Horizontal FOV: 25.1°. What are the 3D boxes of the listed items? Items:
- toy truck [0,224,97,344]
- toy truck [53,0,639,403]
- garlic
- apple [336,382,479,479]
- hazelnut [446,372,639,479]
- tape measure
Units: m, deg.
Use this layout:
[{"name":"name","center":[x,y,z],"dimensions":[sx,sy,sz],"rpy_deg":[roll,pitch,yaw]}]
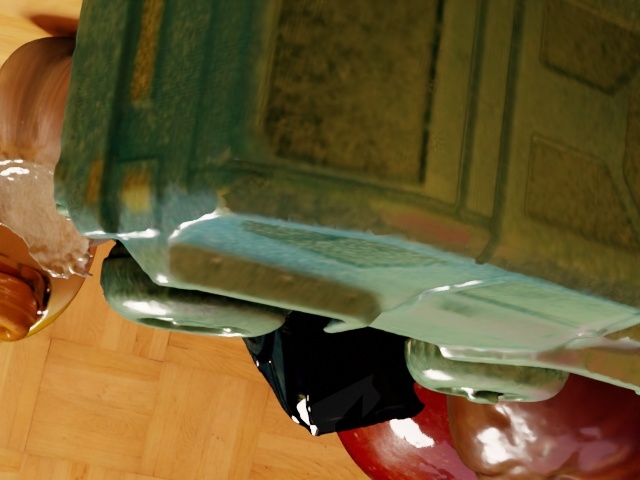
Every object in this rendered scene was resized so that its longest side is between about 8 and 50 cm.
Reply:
[{"name":"toy truck","center":[-0.351,-0.010,1.340],"dimensions":[0.288,0.204,0.211],"rpy_deg":[16,157,-3]},{"name":"toy truck","center":[0.042,-0.030,0.516],"dimensions":[0.279,0.155,0.156],"rpy_deg":[16,166,-38]},{"name":"garlic","center":[-0.117,-0.066,0.877],"dimensions":[0.131,0.127,0.194],"rpy_deg":[30,-151,20]},{"name":"apple","center":[0.157,0.124,1.281],"dimensions":[0.317,0.288,0.288],"rpy_deg":[32,172,-9]},{"name":"hazelnut","center":[0.168,0.059,0.892],"dimensions":[0.230,0.229,0.229],"rpy_deg":[13,176,1]},{"name":"tape measure","center":[0.000,0.000,0.887],"dimensions":[0.112,0.199,0.186],"rpy_deg":[-10,-151,-18]}]
